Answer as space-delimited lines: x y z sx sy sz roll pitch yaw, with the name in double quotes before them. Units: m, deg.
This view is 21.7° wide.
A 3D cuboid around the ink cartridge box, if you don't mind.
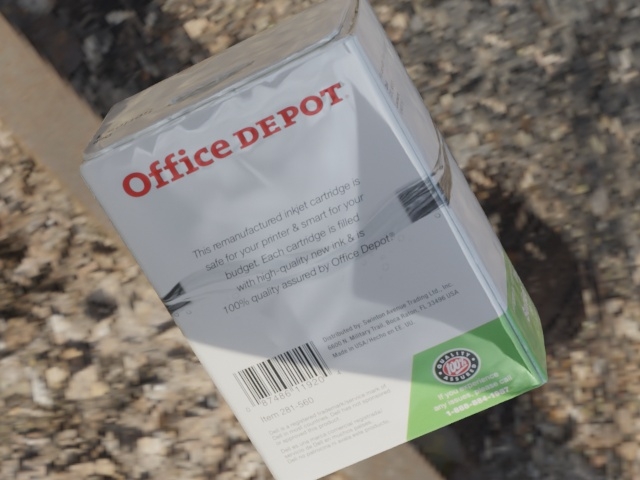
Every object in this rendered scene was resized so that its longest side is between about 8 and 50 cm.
"ink cartridge box" 0.000 0.000 0.875 0.219 0.160 0.092 60 16 -21
